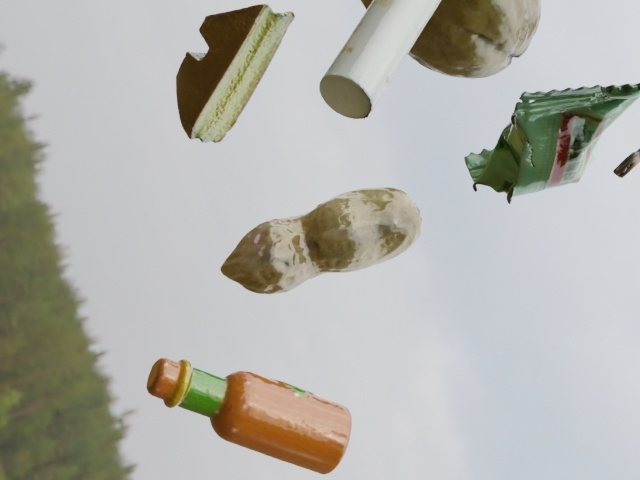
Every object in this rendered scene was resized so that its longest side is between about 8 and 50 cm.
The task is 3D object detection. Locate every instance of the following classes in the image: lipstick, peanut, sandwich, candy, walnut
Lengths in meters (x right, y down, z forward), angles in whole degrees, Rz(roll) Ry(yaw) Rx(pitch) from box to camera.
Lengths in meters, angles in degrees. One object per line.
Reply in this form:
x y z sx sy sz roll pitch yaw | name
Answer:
0.080 -0.227 1.345 0.059 0.264 0.059 22 -33 15 | lipstick
0.000 0.001 1.476 0.104 0.227 0.086 162 -90 -76 | peanut
-0.134 -0.250 1.927 0.088 0.090 0.244 51 -56 26 | sandwich
0.434 -0.203 2.509 0.398 0.262 0.172 109 -37 -68 | candy
0.180 -0.351 1.885 0.283 0.227 0.283 49 7 -8 | walnut

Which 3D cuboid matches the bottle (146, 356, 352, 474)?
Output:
-0.065 0.151 1.233 0.069 0.187 0.069 -52 -155 37 | bottle

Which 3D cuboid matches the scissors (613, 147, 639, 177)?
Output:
0.532 -0.176 2.101 0.017 0.220 0.088 46 9 4 | scissors
